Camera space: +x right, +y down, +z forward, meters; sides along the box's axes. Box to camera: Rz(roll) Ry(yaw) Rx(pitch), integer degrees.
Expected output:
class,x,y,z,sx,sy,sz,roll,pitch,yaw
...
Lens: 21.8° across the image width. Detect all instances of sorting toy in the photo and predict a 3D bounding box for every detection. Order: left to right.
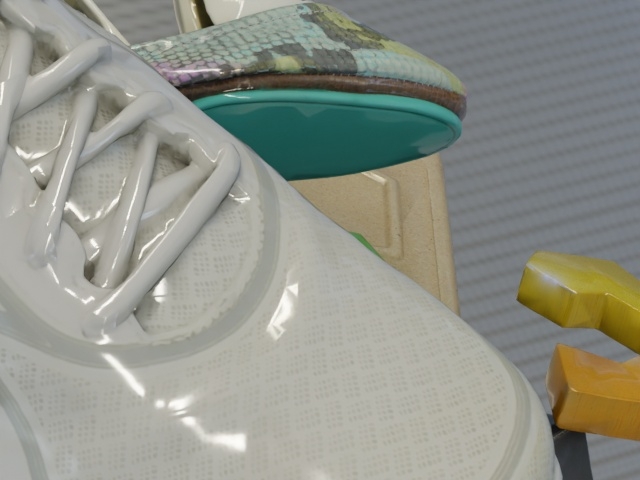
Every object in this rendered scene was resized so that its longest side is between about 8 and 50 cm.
class,x,y,z,sx,sy,sz,roll,pitch,yaw
sorting toy,0.000,0.000,0.667,0.307,0.041,0.229,10,29,-7

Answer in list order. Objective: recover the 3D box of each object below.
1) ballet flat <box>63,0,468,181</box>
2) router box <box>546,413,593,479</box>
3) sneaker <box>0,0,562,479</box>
class,x,y,z,sx,sy,sz,roll,pitch,yaw
ballet flat,-0.061,-0.052,0.552,0.221,0.077,0.079,-12,68,-13
router box,-0.078,0.143,0.652,0.309,0.081,0.243,-23,20,-37
sneaker,-0.080,-0.015,0.345,0.292,0.118,0.110,28,47,9
